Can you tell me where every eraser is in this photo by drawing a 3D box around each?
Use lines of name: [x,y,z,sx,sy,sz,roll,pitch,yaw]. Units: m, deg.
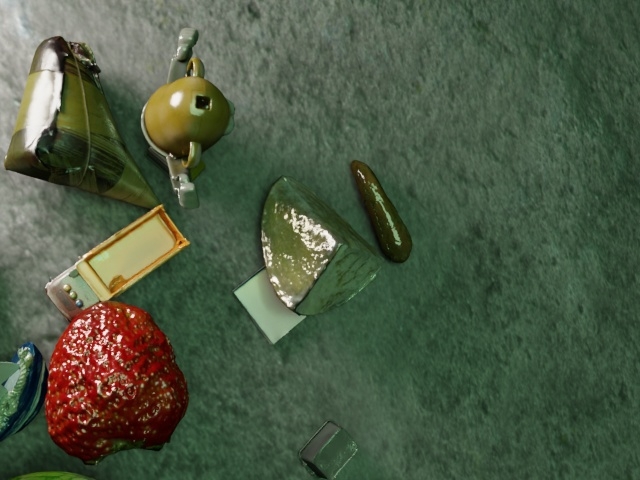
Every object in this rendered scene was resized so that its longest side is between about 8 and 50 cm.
eraser: [-0.112,0.141,1.448,0.104,0.023,0.150,-39,98,-22]

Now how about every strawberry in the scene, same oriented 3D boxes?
strawberry: [-0.374,0.248,1.202,0.257,0.257,0.277,-4,98,-22]

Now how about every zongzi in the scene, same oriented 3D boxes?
zongzi: [-0.440,-0.229,1.326,0.317,0.154,0.289,20,71,-38]

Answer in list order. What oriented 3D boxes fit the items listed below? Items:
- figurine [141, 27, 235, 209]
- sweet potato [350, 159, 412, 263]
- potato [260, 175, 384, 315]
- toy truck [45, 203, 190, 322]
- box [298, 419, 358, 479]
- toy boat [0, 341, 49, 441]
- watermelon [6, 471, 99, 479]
figurine: [-0.267,-0.232,1.299,0.167,0.285,0.343,-22,89,-21]
sweet potato: [0.142,-0.070,1.555,0.075,0.075,0.273,-27,92,-23]
potato: [-0.027,0.019,1.467,0.189,0.211,0.264,-48,63,16]
toy truck: [-0.399,0.050,1.285,0.270,0.135,0.114,-38,98,-22]
box: [0.021,0.462,1.431,0.122,0.069,0.084,-45,101,-21]
toy boat: [-0.606,0.291,1.126,0.291,0.070,0.210,-15,125,-54]
watermelon: [-0.458,0.556,1.085,0.363,0.363,0.363,3,81,-21]
